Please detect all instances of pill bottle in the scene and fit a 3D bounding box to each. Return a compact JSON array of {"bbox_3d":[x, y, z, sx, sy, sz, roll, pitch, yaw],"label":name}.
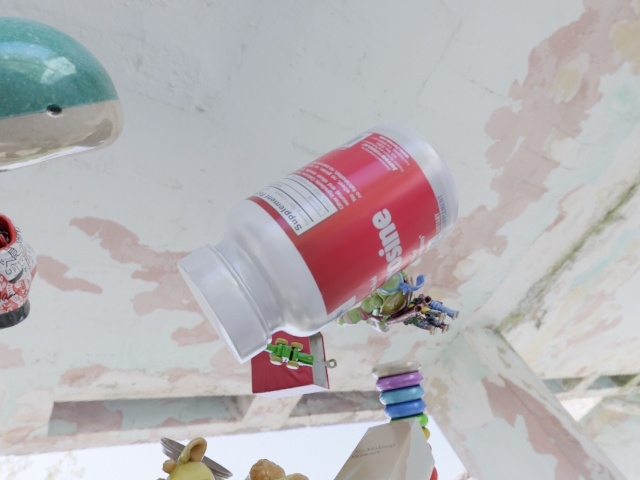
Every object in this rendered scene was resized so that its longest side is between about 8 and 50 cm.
[{"bbox_3d":[0.000,0.000,0.711,0.407,0.229,0.229,-33,-42,-20],"label":"pill bottle"}]

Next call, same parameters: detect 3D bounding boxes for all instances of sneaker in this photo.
[{"bbox_3d":[-0.515,0.007,0.724,0.090,0.270,0.145,-8,-58,-30],"label":"sneaker"}]

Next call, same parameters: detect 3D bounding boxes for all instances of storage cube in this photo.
[{"bbox_3d":[-0.095,0.374,1.395,0.193,0.184,0.215,-13,-25,12],"label":"storage cube"}]

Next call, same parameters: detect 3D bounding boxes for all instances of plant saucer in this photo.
[{"bbox_3d":[-0.425,0.747,1.530,0.041,0.277,0.278,-63,-38,-23],"label":"plant saucer"}]

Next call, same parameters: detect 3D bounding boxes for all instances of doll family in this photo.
[{"bbox_3d":[0.259,0.176,1.103,0.193,0.111,0.076,15,-87,-54],"label":"doll family"}]

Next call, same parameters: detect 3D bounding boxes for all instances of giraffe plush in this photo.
[{"bbox_3d":[-0.140,0.357,0.599,0.210,0.181,0.170,-23,-58,34],"label":"giraffe plush"}]

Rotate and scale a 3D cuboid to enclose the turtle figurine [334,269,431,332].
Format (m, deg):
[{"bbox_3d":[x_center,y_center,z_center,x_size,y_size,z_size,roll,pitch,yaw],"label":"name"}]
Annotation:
[{"bbox_3d":[0.094,0.084,0.947,0.274,0.198,0.266,-3,-23,16],"label":"turtle figurine"}]

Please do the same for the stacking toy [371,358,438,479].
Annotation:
[{"bbox_3d":[0.231,0.489,1.193,0.141,0.331,0.141,-8,-19,-3],"label":"stacking toy"}]

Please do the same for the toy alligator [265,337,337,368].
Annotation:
[{"bbox_3d":[-0.056,0.279,1.076,0.189,0.056,0.051,16,-30,-5],"label":"toy alligator"}]

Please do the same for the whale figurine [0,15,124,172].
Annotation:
[{"bbox_3d":[-0.340,-0.158,0.497,0.216,0.271,0.141,-27,-62,-38],"label":"whale figurine"}]

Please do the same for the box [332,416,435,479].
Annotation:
[{"bbox_3d":[0.137,0.517,0.976,0.147,0.121,0.311,-23,-5,22],"label":"box"}]
